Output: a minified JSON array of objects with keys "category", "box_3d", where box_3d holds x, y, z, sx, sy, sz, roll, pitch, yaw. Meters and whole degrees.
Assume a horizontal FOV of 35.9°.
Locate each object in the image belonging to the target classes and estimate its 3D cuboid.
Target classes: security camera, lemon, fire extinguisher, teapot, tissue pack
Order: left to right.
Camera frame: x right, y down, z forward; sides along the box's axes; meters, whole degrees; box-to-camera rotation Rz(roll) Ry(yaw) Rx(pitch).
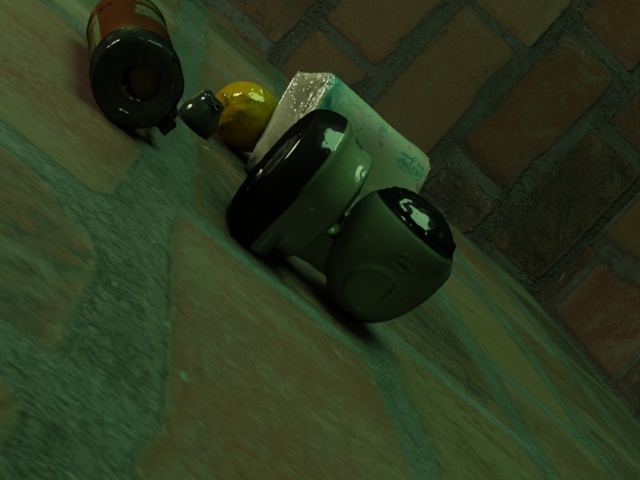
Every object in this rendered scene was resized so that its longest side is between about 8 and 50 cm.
[{"category":"fire extinguisher","box_3d":[-0.256,-0.235,1.352,0.376,0.113,0.200,-117,-160,-60]},{"category":"teapot","box_3d":[-0.185,-0.206,1.555,0.066,0.057,0.088,36,12,-39]},{"category":"lemon","box_3d":[-0.117,-0.202,1.649,0.155,0.114,0.114,37,11,-49]},{"category":"tissue pack","box_3d":[0.034,-0.126,1.631,0.271,0.201,0.124,36,-9,-35]},{"category":"security camera","box_3d":[0.042,-0.016,1.261,0.277,0.191,0.197,41,8,-13]}]
